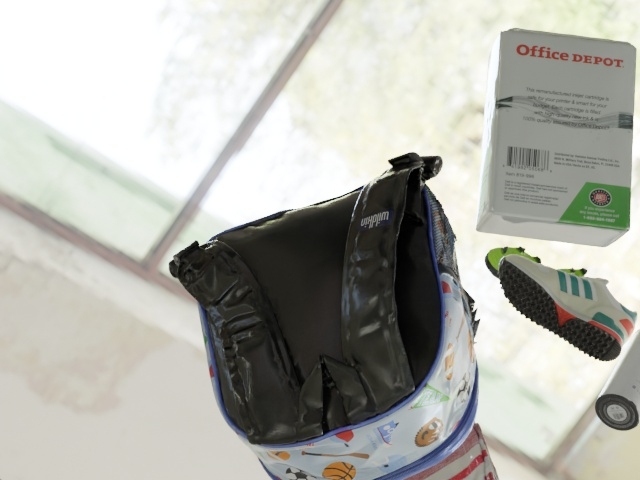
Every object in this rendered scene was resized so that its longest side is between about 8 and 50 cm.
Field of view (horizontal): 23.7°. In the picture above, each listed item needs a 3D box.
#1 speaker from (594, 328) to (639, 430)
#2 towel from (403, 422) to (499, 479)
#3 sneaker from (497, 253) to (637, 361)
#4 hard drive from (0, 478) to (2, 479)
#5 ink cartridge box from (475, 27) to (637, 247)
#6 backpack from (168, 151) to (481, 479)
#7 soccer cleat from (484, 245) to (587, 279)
[{"bbox_3d":[0.369,0.160,1.781,0.055,0.055,0.136,36,-135,5],"label":"speaker"},{"bbox_3d":[0.110,0.350,1.744,0.037,0.237,0.329,54,-170,-29],"label":"towel"},{"bbox_3d":[0.268,0.060,1.638,0.161,0.057,0.075,35,-130,16],"label":"sneaker"},{"bbox_3d":[-0.516,0.416,2.058,0.172,0.255,0.054,29,-170,30],"label":"hard drive"},{"bbox_3d":[0.252,-0.109,1.628,0.153,0.208,0.087,7,166,-4],"label":"ink cartridge box"},{"bbox_3d":[0.020,0.097,1.354,0.213,0.276,0.263,54,-159,-38],"label":"backpack"},{"bbox_3d":[0.255,0.054,1.833,0.179,0.072,0.060,17,-137,-38],"label":"soccer cleat"}]
